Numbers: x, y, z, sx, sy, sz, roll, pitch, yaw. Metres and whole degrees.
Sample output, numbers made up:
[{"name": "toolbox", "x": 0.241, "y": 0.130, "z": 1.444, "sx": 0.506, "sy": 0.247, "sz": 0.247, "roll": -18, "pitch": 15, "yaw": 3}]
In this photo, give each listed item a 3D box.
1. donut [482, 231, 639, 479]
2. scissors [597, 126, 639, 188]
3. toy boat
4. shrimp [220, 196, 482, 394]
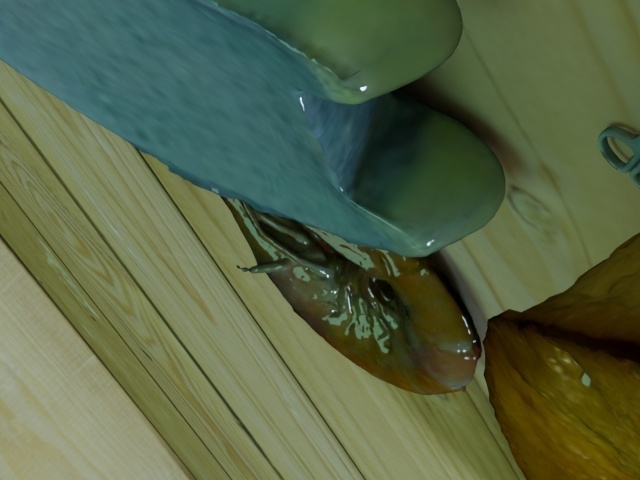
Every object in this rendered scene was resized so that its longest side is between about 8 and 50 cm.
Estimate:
[{"name": "donut", "x": 0.195, "y": 0.096, "z": 0.435, "sx": 0.303, "sy": 0.110, "sz": 0.303, "roll": 41, "pitch": 164, "yaw": 14}, {"name": "scissors", "x": 0.123, "y": -0.037, "z": 0.486, "sx": 0.036, "sy": 0.006, "sz": 0.083, "roll": 44, "pitch": 164, "yaw": 5}, {"name": "toy boat", "x": -0.058, "y": -0.122, "z": 0.619, "sx": 0.330, "sy": 0.123, "sz": 0.215, "roll": 25, "pitch": 163, "yaw": 29}, {"name": "shrimp", "x": 0.000, "y": 0.000, "z": 0.804, "sx": 0.249, "sy": 0.068, "sz": 0.150, "roll": 43, "pitch": 152, "yaw": -4}]
